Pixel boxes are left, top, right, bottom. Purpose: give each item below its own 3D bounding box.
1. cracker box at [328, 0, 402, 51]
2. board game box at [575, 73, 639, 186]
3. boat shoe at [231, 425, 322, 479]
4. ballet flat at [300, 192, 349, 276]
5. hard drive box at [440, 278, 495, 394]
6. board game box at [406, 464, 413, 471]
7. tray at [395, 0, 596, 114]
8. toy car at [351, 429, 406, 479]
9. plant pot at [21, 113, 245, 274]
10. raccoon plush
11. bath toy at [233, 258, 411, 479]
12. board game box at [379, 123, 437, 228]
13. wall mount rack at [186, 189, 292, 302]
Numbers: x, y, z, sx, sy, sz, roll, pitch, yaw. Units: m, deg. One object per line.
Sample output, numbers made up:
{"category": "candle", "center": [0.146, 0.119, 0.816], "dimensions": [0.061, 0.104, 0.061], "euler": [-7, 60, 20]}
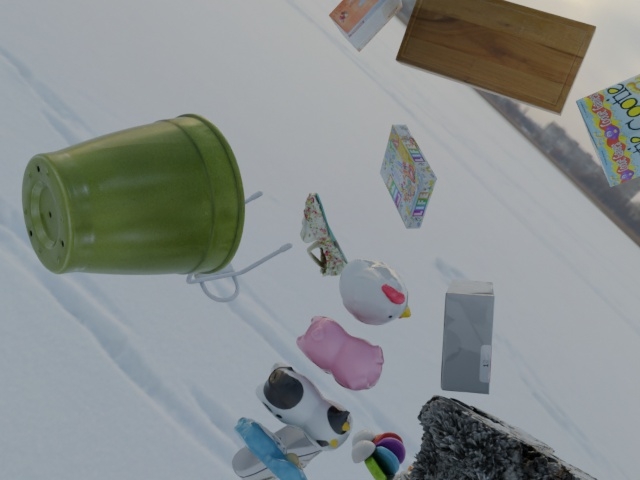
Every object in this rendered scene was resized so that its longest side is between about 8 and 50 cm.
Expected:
{"category": "cracker box", "center": [0.111, -0.539, 1.564], "dimensions": [0.067, 0.156, 0.232], "euler": [46, 11, 2]}
{"category": "board game box", "center": [0.678, -0.245, 1.321], "dimensions": [0.144, 0.275, 0.142], "euler": [43, 33, -46]}
{"category": "boat shoe", "center": [-0.067, 0.490, 1.533], "dimensions": [0.096, 0.267, 0.088], "euler": [-116, -179, -60]}
{"category": "ballet flat", "center": [0.000, 0.000, 1.488], "dimensions": [0.091, 0.077, 0.241], "euler": [-112, 178, -51]}
{"category": "hard drive box", "center": [0.287, 0.178, 1.296], "dimensions": [0.089, 0.181, 0.232], "euler": [3, 4, 14]}
{"category": "board game box", "center": [0.314, 0.745, 1.348], "dimensions": [0.356, 0.356, 0.356], "euler": [8, -31, 51]}
{"category": "tray", "center": [0.404, -0.458, 1.574], "dimensions": [0.411, 0.203, 0.076], "euler": [23, 13, 18]}
{"category": "toy car", "center": [0.176, 0.603, 1.869], "dimensions": [0.159, 0.136, 0.182], "euler": [55, 6, -1]}
{"category": "plant pot", "center": [-0.408, -0.076, 1.402], "dimensions": [0.353, 0.366, 0.366], "euler": [-12, 54, -43]}
{"category": "raccoon plush", "center": [0.216, 0.416, 0.967], "dimensions": [0.216, 0.299, 0.446], "euler": [25, -3, -7]}
{"category": "bath toy", "center": [0.026, 0.186, 0.982], "dimensions": [0.151, 0.348, 0.129], "euler": [39, -12, -22]}
{"category": "board game box", "center": [0.143, -0.108, 1.110], "dimensions": [0.026, 0.103, 0.154], "euler": [-2, 42, -16]}
{"category": "wall mount rack", "center": [-0.270, -0.007, 1.892], "dimensions": [0.304, 0.130, 0.350], "euler": [-11, 58, -34]}
